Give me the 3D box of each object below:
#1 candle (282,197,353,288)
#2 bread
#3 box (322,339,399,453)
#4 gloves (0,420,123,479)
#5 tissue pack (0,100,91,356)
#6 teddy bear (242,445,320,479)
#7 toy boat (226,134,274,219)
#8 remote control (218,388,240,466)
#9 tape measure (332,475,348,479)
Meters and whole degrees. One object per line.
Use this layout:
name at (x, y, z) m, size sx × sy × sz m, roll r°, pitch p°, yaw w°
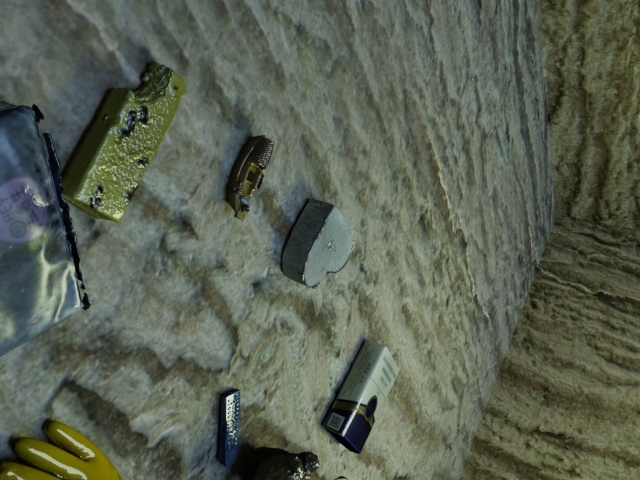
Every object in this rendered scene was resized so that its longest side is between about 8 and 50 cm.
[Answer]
candle at (0.000, 0.000, 1.210) m, size 0.192 × 0.068 × 0.169 m, roll -26°, pitch 127°, yaw -53°
bread at (-0.255, -0.139, 0.775) m, size 0.088 × 0.049 × 0.226 m, roll 41°, pitch 67°, yaw -55°
box at (0.112, 0.412, 1.551) m, size 0.259 × 0.071 × 0.168 m, roll -61°, pitch 146°, yaw -23°
gloves at (-0.340, 0.363, 0.825) m, size 0.133 × 0.116 × 0.294 m, roll -88°, pitch 154°, yaw -45°
tissue pack at (-0.413, 0.034, 0.538) m, size 0.361 × 0.122 × 0.260 m, roll -36°, pitch 134°, yaw -48°
teddy bear at (-0.099, 0.479, 1.193) m, size 0.182 × 0.129 × 0.251 m, roll -41°, pitch 166°, yaw -24°
toy boat at (-0.120, -0.109, 0.996) m, size 0.047 × 0.048 × 0.149 m, roll 29°, pitch 78°, yaw -58°
remote control at (-0.176, 0.361, 1.127) m, size 0.043 × 0.027 × 0.153 m, roll -8°, pitch 108°, yaw -50°
tape measure at (-0.023, 0.585, 1.330) m, size 0.104 × 0.179 × 0.107 m, roll -67°, pitch 150°, yaw -43°
